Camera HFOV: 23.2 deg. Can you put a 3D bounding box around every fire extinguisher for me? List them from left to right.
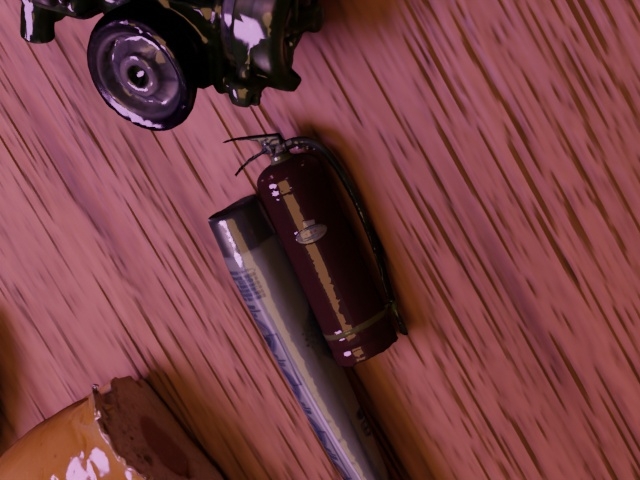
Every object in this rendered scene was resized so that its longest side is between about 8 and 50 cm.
[{"bbox_3d":[0.000,0.000,0.955,0.064,0.043,0.158,-22,103,8],"label":"fire extinguisher"}]

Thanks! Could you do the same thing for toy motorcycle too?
[{"bbox_3d":[-0.095,-0.202,0.860,0.205,0.127,0.275,18,122,21],"label":"toy motorcycle"}]

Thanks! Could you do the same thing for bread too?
[{"bbox_3d":[-0.157,0.181,1.085,0.134,0.085,0.173,49,123,-1],"label":"bread"}]

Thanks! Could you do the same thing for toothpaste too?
[{"bbox_3d":[-0.005,0.084,0.995,0.239,0.039,0.062,64,162,-11],"label":"toothpaste"}]
